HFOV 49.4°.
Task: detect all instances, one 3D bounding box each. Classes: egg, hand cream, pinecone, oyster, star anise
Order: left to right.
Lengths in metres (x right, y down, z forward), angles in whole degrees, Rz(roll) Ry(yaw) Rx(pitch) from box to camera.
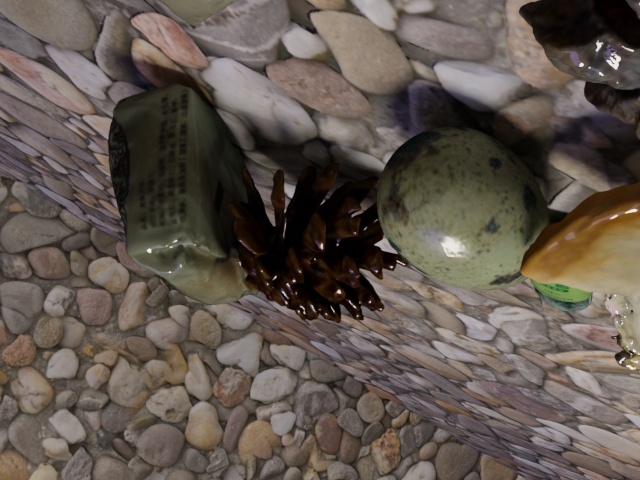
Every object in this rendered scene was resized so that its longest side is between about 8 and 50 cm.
[{"bbox_3d":[0.003,-0.001,0.855,0.201,0.203,0.229,-12,145,23],"label":"pinecone"},{"bbox_3d":[0.136,-0.026,0.650,0.181,0.141,0.141,35,163,-20],"label":"egg"},{"bbox_3d":[0.266,0.028,0.779,0.095,0.046,0.175,21,161,31],"label":"hand cream"},{"bbox_3d":[0.354,0.071,0.700,0.163,0.081,0.191,31,136,-3],"label":"oyster"},{"bbox_3d":[0.225,-0.101,0.386,0.230,0.081,0.262,9,156,21],"label":"star anise"}]

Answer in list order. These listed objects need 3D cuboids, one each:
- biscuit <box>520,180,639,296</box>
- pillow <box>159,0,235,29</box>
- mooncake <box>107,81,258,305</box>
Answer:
[{"bbox_3d":[0.333,0.013,0.531,0.308,0.040,0.204,16,149,-5],"label":"biscuit"},{"bbox_3d":[-0.106,-0.241,0.540,0.148,0.050,0.229,42,162,-28],"label":"pillow"},{"bbox_3d":[-0.174,-0.047,0.908,0.136,0.254,0.250,-10,159,8],"label":"mooncake"}]
